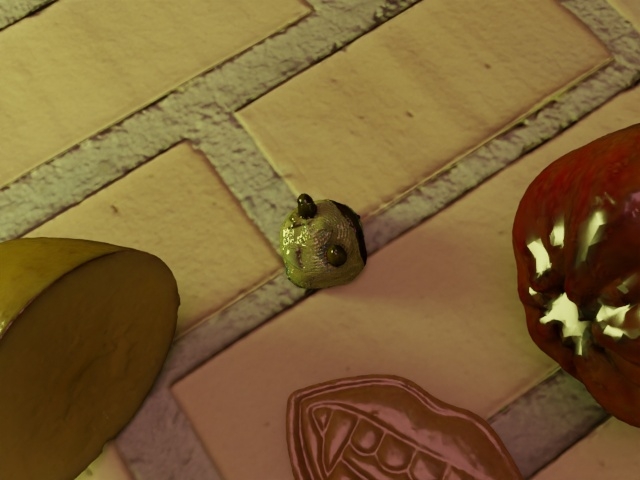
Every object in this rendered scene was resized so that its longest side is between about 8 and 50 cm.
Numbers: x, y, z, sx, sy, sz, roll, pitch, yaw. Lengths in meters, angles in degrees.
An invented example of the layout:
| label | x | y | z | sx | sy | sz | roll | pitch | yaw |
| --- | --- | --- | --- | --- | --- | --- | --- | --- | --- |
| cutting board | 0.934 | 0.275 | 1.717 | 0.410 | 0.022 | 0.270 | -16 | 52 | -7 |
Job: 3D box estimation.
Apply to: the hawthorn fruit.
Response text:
| label | x | y | z | sx | sy | sz | roll | pitch | yaw |
| --- | --- | --- | --- | --- | --- | --- | --- | --- | --- |
| hawthorn fruit | 0.277 | 0.005 | 0.558 | 0.260 | 0.224 | 0.224 | -28 | 69 | -22 |

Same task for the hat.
| label | x | y | z | sx | sy | sz | roll | pitch | yaw |
| --- | --- | --- | --- | --- | --- | --- | --- | --- | --- |
| hat | 0.001 | 0.000 | 0.653 | 0.076 | 0.059 | 0.077 | -12 | 72 | 3 |

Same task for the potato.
| label | x | y | z | sx | sy | sz | roll | pitch | yaw |
| --- | --- | --- | --- | --- | --- | --- | --- | --- | --- |
| potato | -0.233 | 0.072 | 0.589 | 0.158 | 0.178 | 0.204 | 28 | 96 | 29 |

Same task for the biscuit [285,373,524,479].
| label | x | y | z | sx | sy | sz | roll | pitch | yaw |
| --- | --- | --- | --- | --- | --- | --- | --- | --- | --- |
| biscuit | 0.066 | 0.186 | 0.588 | 0.220 | 0.029 | 0.142 | 28 | 72 | 13 |
